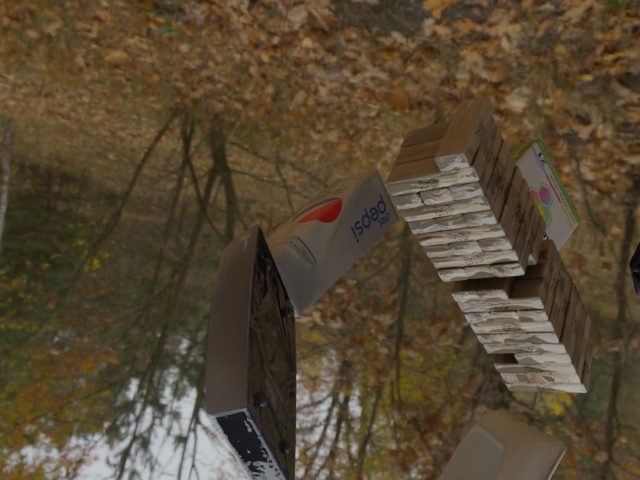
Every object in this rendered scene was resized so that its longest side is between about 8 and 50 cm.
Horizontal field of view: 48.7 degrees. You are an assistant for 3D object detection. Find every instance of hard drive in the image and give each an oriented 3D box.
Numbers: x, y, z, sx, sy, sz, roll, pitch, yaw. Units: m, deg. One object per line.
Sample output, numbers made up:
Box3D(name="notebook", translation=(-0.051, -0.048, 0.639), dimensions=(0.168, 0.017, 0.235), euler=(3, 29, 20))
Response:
Box3D(name="hard drive", translation=(-0.069, 0.122, 0.764), dimensions=(0.054, 0.254, 0.172), euler=(-12, 131, 8))

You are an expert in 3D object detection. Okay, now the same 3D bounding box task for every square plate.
Box3D(name="square plate", translation=(0.188, 0.391, 0.978), dimensions=(0.049, 0.344, 0.347), euler=(32, 175, 5))

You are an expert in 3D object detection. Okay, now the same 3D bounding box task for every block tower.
Box3D(name="block tower", translation=(0.182, 0.020, 0.725), dimensions=(0.097, 0.091, 0.335), euler=(-8, 129, 36))

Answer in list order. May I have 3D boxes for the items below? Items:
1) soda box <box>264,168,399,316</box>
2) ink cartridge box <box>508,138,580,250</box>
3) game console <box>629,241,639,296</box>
Box3D(name="soda box", translation=(0.000, 0.000, 1.068), dimensions=(0.091, 0.098, 0.286), euler=(-9, -157, 44))
Box3D(name="ink cartridge box", translation=(0.339, -0.034, 1.270), dimensions=(0.097, 0.255, 0.188), euler=(-13, 114, 51))
Box3D(name="game console", translation=(0.540, -0.066, 0.897), dimensions=(0.213, 0.043, 0.361), euler=(-9, 137, -11))
